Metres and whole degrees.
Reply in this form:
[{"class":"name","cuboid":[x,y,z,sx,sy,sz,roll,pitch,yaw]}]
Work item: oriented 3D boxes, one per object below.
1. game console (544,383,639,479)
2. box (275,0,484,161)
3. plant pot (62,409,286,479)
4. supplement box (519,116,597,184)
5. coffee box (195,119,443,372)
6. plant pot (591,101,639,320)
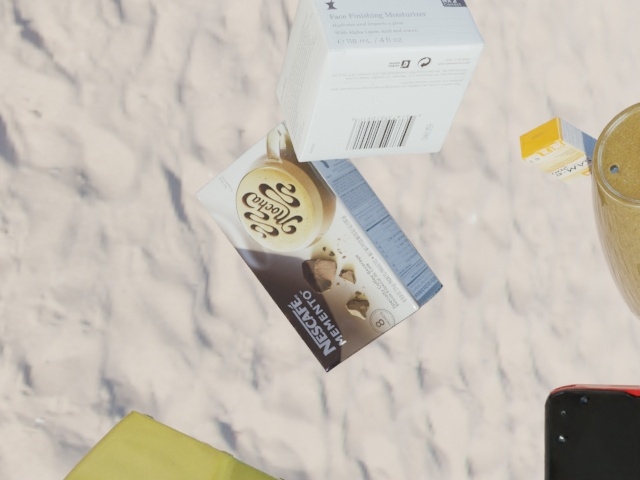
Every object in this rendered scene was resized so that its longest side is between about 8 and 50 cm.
[{"class":"game console","cuboid":[0.408,0.350,1.279,0.060,0.342,0.386,18,72,-59]},{"class":"box","cuboid":[0.061,-0.193,1.337,0.182,0.181,0.119,108,-29,-51]},{"class":"plant pot","cuboid":[-0.146,0.294,1.206,0.212,0.212,0.187,40,71,-52]},{"class":"supplement box","cuboid":[0.305,-0.111,1.496,0.098,0.062,0.036,21,55,-37]},{"class":"coffee box","cuboid":[0.000,0.000,1.575,0.297,0.168,0.119,54,26,1]},{"class":"plant pot","cuboid":[0.383,-0.040,1.244,0.254,0.237,0.237,37,63,-52]}]
